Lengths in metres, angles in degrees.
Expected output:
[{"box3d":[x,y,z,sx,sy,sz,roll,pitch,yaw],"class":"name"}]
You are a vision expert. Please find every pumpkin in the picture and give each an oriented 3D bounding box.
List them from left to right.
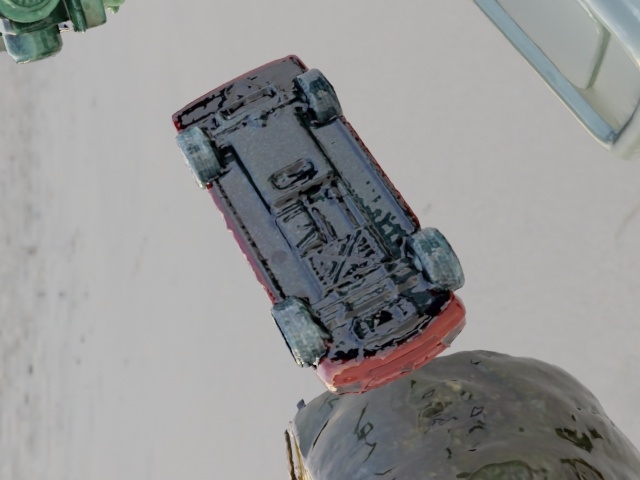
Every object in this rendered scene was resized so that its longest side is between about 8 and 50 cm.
[{"box3d":[0.125,0.229,0.977,0.256,0.303,0.225,-58,31,30],"class":"pumpkin"}]

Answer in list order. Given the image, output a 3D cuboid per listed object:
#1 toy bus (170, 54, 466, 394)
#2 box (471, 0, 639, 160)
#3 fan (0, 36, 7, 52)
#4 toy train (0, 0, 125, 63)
[{"box3d":[0.000,0.000,0.647,0.195,0.081,0.089,57,172,40],"class":"toy bus"},{"box3d":[0.094,-0.190,0.509,0.294,0.167,0.193,51,-179,8],"class":"box"},{"box3d":[-0.272,-0.172,1.026,0.012,0.233,0.414,-47,46,46],"class":"fan"},{"box3d":[-0.157,-0.203,0.735,0.083,0.132,0.200,11,120,52],"class":"toy train"}]
